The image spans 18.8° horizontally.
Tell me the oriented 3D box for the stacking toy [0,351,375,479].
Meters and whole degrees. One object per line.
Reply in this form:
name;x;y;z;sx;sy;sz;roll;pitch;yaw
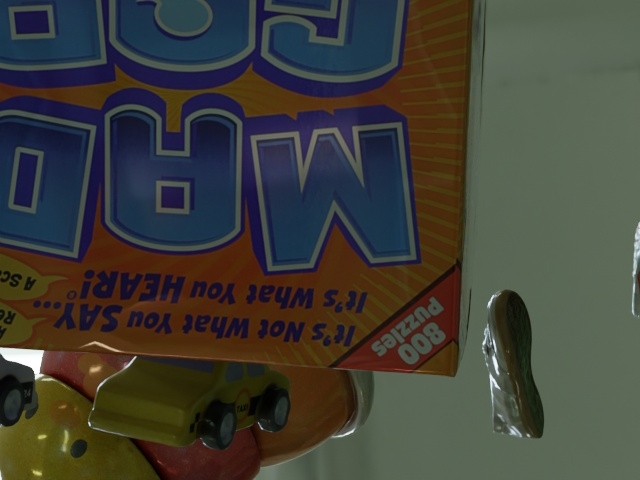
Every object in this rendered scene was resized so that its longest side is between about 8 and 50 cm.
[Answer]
stacking toy;-0.206;0.205;1.973;0.480;0.350;0.350;-46;-42;-26

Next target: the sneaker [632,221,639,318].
sneaker;0.392;0.030;2.221;0.158;0.065;0.061;81;-165;-52

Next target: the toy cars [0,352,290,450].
toy cars;-0.186;0.094;1.412;0.176;0.394;0.087;-162;77;-64

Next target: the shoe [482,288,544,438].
shoe;0.209;0.145;2.191;0.076;0.058;0.219;-68;-29;-46

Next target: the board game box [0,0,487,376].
board game box;-0.062;-0.137;1.373;0.356;0.356;0.356;-67;-21;-73
